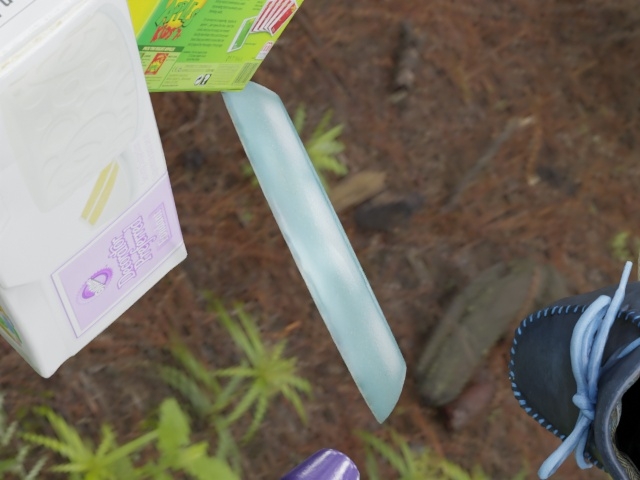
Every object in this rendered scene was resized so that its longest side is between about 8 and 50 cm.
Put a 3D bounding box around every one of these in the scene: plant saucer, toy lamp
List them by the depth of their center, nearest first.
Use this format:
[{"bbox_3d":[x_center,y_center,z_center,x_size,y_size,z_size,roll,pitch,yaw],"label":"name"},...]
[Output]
[{"bbox_3d":[0.000,0.000,1.370,0.318,0.043,0.317,64,2,-3],"label":"plant saucer"},{"bbox_3d":[-0.053,0.293,1.460,0.080,0.080,0.275,49,53,-10],"label":"toy lamp"}]

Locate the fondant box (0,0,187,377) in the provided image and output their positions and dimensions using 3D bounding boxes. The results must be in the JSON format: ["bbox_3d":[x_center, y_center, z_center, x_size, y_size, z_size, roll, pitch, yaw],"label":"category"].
[{"bbox_3d":[-0.210,-0.118,0.709,0.096,0.238,0.330,-41,70,-16],"label":"fondant box"}]

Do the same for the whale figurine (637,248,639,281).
[{"bbox_3d":[0.342,0.070,1.201,0.216,0.141,0.272,-12,91,-15],"label":"whale figurine"}]

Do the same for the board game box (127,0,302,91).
[{"bbox_3d":[-0.072,-0.132,0.925,0.043,0.092,0.181,40,18,14],"label":"board game box"}]

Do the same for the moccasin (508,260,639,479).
[{"bbox_3d":[0.202,0.086,0.920,0.116,0.342,0.138,-6,96,-29],"label":"moccasin"}]
